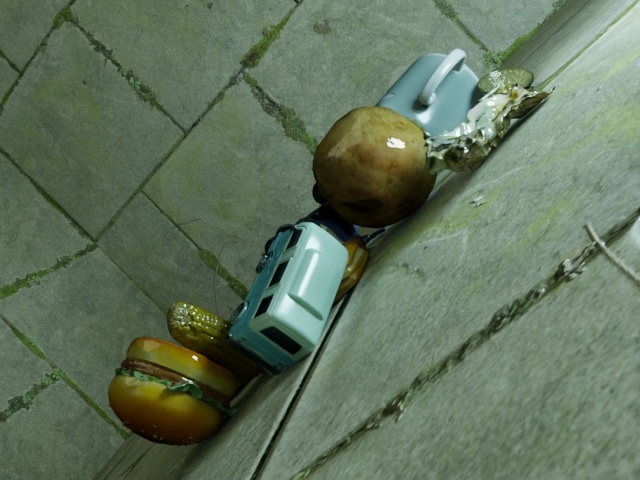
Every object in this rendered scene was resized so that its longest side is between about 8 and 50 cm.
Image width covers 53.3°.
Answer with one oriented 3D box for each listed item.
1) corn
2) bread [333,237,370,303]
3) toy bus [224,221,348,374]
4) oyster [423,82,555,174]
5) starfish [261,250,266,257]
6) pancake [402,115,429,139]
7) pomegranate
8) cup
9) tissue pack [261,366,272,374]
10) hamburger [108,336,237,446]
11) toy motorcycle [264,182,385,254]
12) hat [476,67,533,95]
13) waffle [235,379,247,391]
[{"bbox_3d":[-0.199,0.203,1.264,0.097,0.262,0.097,-26,43,27],"label":"corn"},{"bbox_3d":[0.042,0.068,1.372,0.116,0.077,0.200,-35,7,22],"label":"bread"},{"bbox_3d":[-0.045,0.090,1.178,0.165,0.133,0.271,-33,26,45],"label":"toy bus"},{"bbox_3d":[0.317,-0.208,1.247,0.354,0.107,0.201,-33,17,-28],"label":"oyster"},{"bbox_3d":[-0.141,0.165,1.883,0.358,0.078,0.347,-48,-23,-64],"label":"starfish"},{"bbox_3d":[0.164,-0.195,1.639,0.294,0.294,0.049,-44,42,19],"label":"pancake"},{"bbox_3d":[0.124,-0.167,1.439,0.281,0.281,0.281,-45,3,3],"label":"pomegranate"},{"bbox_3d":[0.294,-0.362,1.754,0.274,0.259,0.356,-49,-11,-23],"label":"cup"},{"bbox_3d":[-0.108,0.191,1.272,0.051,0.112,0.156,-43,3,13],"label":"tissue pack"},{"bbox_3d":[-0.282,0.297,1.205,0.170,0.246,0.246,-67,11,-22],"label":"hamburger"},{"bbox_3d":[0.000,0.000,1.670,0.358,0.212,0.125,-48,3,36],"label":"toy motorcycle"},{"bbox_3d":[0.494,-0.397,1.696,0.146,0.067,0.146,-12,36,9],"label":"hat"},{"bbox_3d":[-0.198,0.302,1.469,0.197,0.070,0.193,-43,2,-15],"label":"waffle"}]
